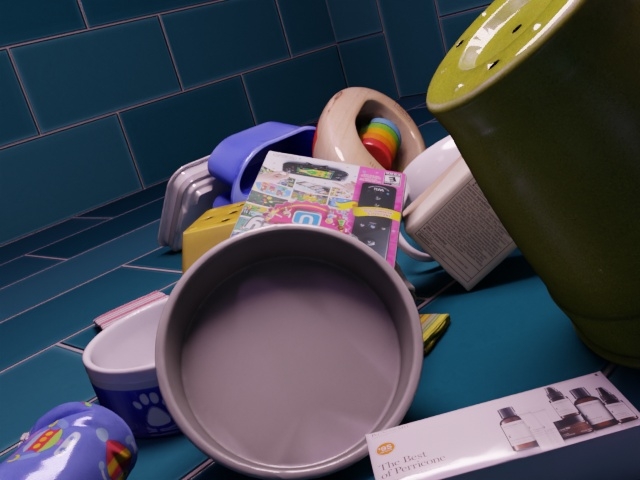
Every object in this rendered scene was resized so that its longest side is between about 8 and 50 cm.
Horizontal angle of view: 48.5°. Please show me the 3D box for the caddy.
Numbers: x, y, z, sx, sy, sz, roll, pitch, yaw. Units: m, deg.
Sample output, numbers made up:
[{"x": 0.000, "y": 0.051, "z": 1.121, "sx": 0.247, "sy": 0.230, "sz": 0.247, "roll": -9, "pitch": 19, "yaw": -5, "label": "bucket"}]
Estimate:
[{"x": -0.105, "y": -0.146, "z": 1.695, "sx": 0.179, "sy": 0.241, "sz": 0.341, "roll": 23, "pitch": 38, "yaw": 37, "label": "caddy"}]

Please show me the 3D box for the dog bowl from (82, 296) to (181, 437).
[{"x": -0.193, "y": 0.163, "z": 1.014, "sx": 0.265, "sy": 0.104, "sz": 0.265, "roll": -15, "pitch": 16, "yaw": 4, "label": "dog bowl"}]

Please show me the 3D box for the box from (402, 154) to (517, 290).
[{"x": 0.284, "y": -0.089, "z": 1.085, "sx": 0.311, "sy": 0.148, "sz": 0.121, "roll": -44, "pitch": 9, "yaw": 15, "label": "box"}]

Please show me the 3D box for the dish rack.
[{"x": -0.251, "y": -0.108, "z": 1.804, "sx": 0.072, "sy": 0.285, "sz": 0.333, "roll": 44, "pitch": 48, "yaw": 19, "label": "dish rack"}]

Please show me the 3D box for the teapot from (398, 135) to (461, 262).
[{"x": 0.272, "y": -0.077, "z": 1.263, "sx": 0.256, "sy": 0.187, "sz": 0.252, "roll": -33, "pitch": -17, "yaw": 25, "label": "teapot"}]

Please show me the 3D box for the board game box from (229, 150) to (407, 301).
[{"x": 0.000, "y": 0.000, "z": 1.008, "sx": 0.224, "sy": 0.097, "sz": 0.303, "roll": 9, "pitch": 38, "yaw": 5, "label": "board game box"}]

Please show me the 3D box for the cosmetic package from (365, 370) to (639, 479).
[{"x": 0.167, "y": 0.194, "z": 0.651, "sx": 0.239, "sy": 0.060, "sz": 0.099, "roll": -16, "pitch": 15, "yaw": 0, "label": "cosmetic package"}]

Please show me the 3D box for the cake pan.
[{"x": -0.034, "y": 0.120, "z": 0.794, "sx": 0.293, "sy": 0.293, "sz": 0.054, "roll": -18, "pitch": -25, "yaw": -9, "label": "cake pan"}]

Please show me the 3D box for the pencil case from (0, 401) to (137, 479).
[{"x": -0.308, "y": 0.279, "z": 0.704, "sx": 0.133, "sy": 0.119, "sz": 0.306, "roll": 13, "pitch": 23, "yaw": 11, "label": "pencil case"}]

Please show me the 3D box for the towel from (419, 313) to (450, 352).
[{"x": 0.063, "y": 0.135, "z": 1.027, "sx": 0.237, "sy": 0.021, "sz": 0.102, "roll": -6, "pitch": 13, "yaw": 33, "label": "towel"}]

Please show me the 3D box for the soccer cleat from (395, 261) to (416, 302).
[{"x": 0.112, "y": 0.077, "z": 1.103, "sx": 0.076, "sy": 0.068, "sz": 0.196, "roll": 22, "pitch": 11, "yaw": 6, "label": "soccer cleat"}]

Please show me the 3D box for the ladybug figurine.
[{"x": 0.109, "y": -0.197, "z": 1.656, "sx": 0.162, "sy": 0.305, "sz": 0.449, "roll": -41, "pitch": 10, "yaw": 34, "label": "ladybug figurine"}]

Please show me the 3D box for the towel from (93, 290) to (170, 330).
[{"x": -0.346, "y": 0.148, "z": 1.356, "sx": 0.144, "sy": 0.029, "sz": 0.197, "roll": -24, "pitch": 16, "yaw": -25, "label": "towel"}]

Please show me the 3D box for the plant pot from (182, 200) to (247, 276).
[{"x": -0.124, "y": 0.037, "z": 1.221, "sx": 0.212, "sy": 0.187, "sz": 0.212, "roll": -12, "pitch": 17, "yaw": 14, "label": "plant pot"}]

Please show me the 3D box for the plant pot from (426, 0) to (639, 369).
[{"x": 0.313, "y": -0.112, "z": 0.763, "sx": 0.366, "sy": 0.353, "sz": 0.366, "roll": -45, "pitch": 16, "yaw": 17, "label": "plant pot"}]
